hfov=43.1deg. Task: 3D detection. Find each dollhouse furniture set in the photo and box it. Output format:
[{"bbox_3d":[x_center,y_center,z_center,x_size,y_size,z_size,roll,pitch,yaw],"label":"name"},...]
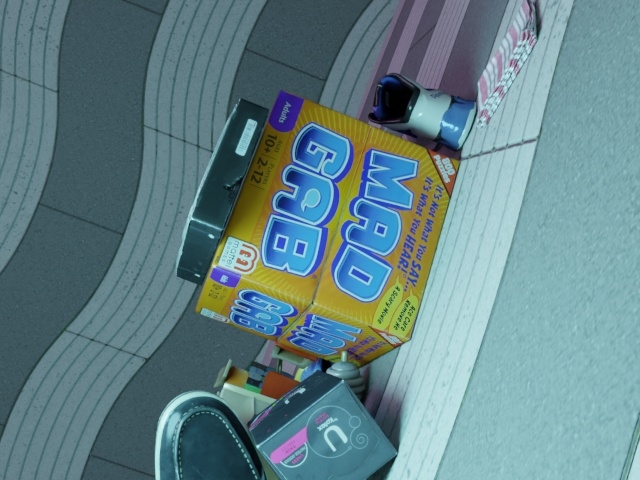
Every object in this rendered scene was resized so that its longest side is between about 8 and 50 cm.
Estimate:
[{"bbox_3d":[-0.079,0.305,1.702,0.135,0.262,0.259,126,165,-58],"label":"dollhouse furniture set"}]

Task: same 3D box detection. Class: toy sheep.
[{"bbox_3d":[0.044,0.273,1.535,0.091,0.091,0.132,-158,65,-84],"label":"toy sheep"}]

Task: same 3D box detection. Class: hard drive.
[{"bbox_3d":[-0.182,-0.074,1.440,0.339,0.064,0.236,126,165,-68],"label":"hard drive"}]

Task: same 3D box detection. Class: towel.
[{"bbox_3d":[0.311,-0.305,1.385,0.144,0.029,0.197,-75,8,-49],"label":"towel"}]

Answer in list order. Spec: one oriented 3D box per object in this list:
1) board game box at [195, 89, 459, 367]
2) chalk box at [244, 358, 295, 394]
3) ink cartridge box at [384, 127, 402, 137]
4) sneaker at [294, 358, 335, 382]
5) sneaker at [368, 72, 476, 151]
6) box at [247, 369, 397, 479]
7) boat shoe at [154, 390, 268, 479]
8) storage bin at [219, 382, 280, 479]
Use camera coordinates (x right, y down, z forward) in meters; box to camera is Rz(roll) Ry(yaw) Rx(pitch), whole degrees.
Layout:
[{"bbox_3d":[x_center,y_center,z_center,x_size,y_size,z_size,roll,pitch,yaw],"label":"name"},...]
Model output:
[{"bbox_3d":[0.000,0.000,1.552,0.356,0.356,0.356,127,163,-69],"label":"board game box"},{"bbox_3d":[-0.131,0.426,2.040,0.180,0.179,0.288,-63,-6,-79],"label":"chalk box"},{"bbox_3d":[0.216,-0.348,2.270,0.122,0.052,0.088,-83,16,-62],"label":"ink cartridge box"},{"bbox_3d":[0.018,0.267,1.903,0.126,0.091,0.240,-38,25,41],"label":"sneaker"},{"bbox_3d":[0.188,-0.266,1.624,0.315,0.182,0.127,-119,52,-82],"label":"sneaker"},{"bbox_3d":[-0.008,0.316,1.302,0.165,0.143,0.270,-36,0,-11],"label":"box"},{"bbox_3d":[-0.139,0.486,1.313,0.156,0.187,0.499,-24,79,63],"label":"boat shoe"},{"bbox_3d":[-0.114,0.441,1.531,0.123,0.260,0.262,-86,18,-67],"label":"storage bin"}]
